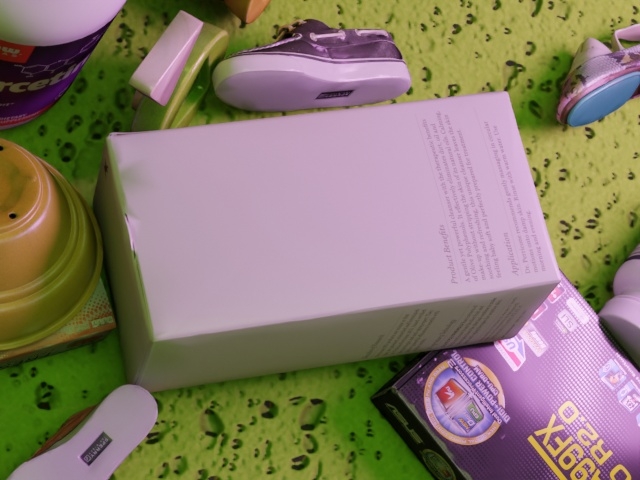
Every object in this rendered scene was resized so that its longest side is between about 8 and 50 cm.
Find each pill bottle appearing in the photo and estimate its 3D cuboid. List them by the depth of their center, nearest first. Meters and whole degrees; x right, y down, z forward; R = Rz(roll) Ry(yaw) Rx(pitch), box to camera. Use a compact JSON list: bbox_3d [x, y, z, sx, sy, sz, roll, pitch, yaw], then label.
[{"bbox_3d":[-0.254,-0.218,1.546,0.181,0.323,0.182,5,73,-19],"label":"pill bottle"},{"bbox_3d":[0.347,0.040,1.819,0.108,0.108,0.180,44,66,-4],"label":"pill bottle"}]

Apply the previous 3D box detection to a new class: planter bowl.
[{"bbox_3d":[-0.285,-0.021,1.568,0.217,0.090,0.217,7,53,-9],"label":"planter bowl"}]

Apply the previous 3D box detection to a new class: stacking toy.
[{"bbox_3d":[-0.129,-0.235,1.636,0.130,0.309,0.279,30,80,4],"label":"stacking toy"}]

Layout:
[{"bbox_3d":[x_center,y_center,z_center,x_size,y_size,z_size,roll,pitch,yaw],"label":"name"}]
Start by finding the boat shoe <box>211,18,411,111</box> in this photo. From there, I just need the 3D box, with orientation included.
[{"bbox_3d":[-0.014,-0.166,1.751,0.219,0.078,0.070,-3,67,-40],"label":"boat shoe"}]

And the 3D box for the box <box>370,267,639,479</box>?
[{"bbox_3d":[0.211,0.180,1.754,0.216,0.060,0.270,-39,91,-26],"label":"box"}]

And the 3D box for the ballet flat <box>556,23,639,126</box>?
[{"bbox_3d":[0.306,-0.175,1.890,0.221,0.077,0.079,-21,65,-29],"label":"ballet flat"}]

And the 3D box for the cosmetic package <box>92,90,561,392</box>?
[{"bbox_3d":[0.000,0.000,1.641,0.365,0.155,0.197,-7,69,-14],"label":"cosmetic package"}]

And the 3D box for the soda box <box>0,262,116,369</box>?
[{"bbox_3d":[-0.272,0.075,1.603,0.183,0.058,0.063,-15,80,-24],"label":"soda box"}]

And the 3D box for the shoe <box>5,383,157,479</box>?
[{"bbox_3d":[-0.213,0.193,1.579,0.063,0.081,0.178,47,62,-3],"label":"shoe"}]
